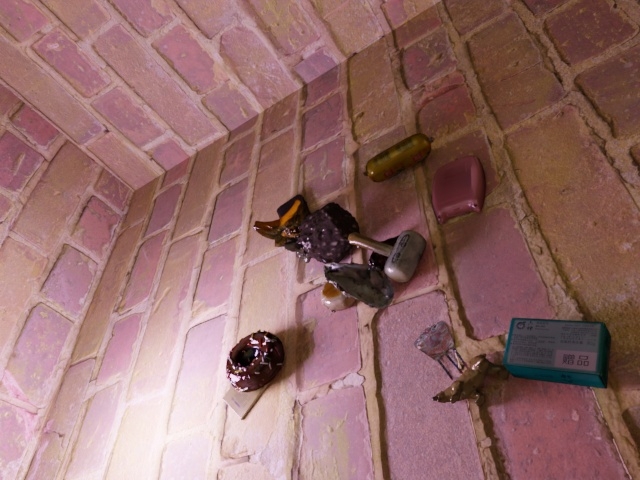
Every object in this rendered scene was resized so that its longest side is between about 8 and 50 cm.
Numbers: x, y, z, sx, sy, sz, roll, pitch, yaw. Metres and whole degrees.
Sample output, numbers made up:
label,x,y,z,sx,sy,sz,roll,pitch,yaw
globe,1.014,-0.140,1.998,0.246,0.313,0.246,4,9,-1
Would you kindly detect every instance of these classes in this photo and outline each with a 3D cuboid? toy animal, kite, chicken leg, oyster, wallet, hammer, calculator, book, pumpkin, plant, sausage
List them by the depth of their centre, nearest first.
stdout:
label,x,y,z,sx,sy,sz,roll,pitch,yaw
toy animal,0.429,0.411,1.474,0.218,0.103,0.101,-48,19,-3
kite,0.387,0.356,1.618,0.127,0.016,0.229,-41,34,9
oyster,0.140,0.164,1.888,0.252,0.087,0.199,-10,85,10
hammer,0.235,0.033,1.938,0.305,0.113,0.202,18,64,30
calculator,0.537,-0.217,2.003,0.220,0.048,0.329,-20,41,31
chicken leg,0.257,0.041,2.012,0.093,0.053,0.205,20,75,26
book,-0.293,0.589,2.021,0.192,0.013,0.168,-52,37,-11
plant,0.000,0.000,2.152,0.312,0.215,0.213,-38,32,24
sausage,0.347,-0.365,2.256,0.347,0.123,0.123,-27,40,21
pumpkin,-0.139,-0.057,2.280,0.258,0.290,0.095,-21,66,13
wallet,-0.126,-0.111,2.520,0.165,0.042,0.309,-37,37,12

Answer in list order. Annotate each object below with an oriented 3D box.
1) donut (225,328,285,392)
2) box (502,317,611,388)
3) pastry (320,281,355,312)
label,x,y,z,sx,sy,sz,roll,pitch,yaw
donut,-0.264,0.471,2.016,0.270,0.103,0.269,-22,37,17
box,0.638,0.298,1.375,0.245,0.092,0.153,-4,53,42
pastry,0.076,0.202,1.993,0.166,0.088,0.166,-22,41,20
